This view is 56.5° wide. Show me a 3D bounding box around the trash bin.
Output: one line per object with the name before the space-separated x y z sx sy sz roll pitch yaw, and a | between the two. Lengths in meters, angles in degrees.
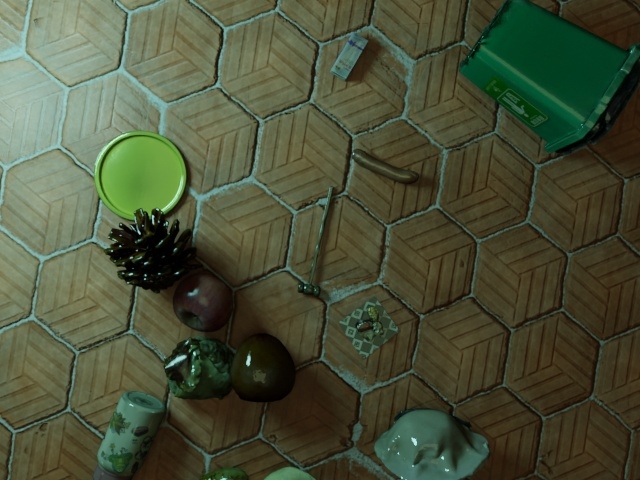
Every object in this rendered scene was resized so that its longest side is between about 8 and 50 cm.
trash bin | 0.570 -0.430 1.477 0.381 0.259 0.295 34 89 0

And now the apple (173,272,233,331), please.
apple | -0.290 0.152 1.485 0.153 0.153 0.120 32 52 -3

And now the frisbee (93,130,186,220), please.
frisbee | -0.463 -0.166 1.536 0.235 0.017 0.236 0 90 -4

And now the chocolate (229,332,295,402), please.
chocolate | -0.141 0.315 1.487 0.176 0.177 0.177 0 90 -3

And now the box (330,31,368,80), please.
box | 0.074 -0.479 1.554 0.050 0.036 0.117 32 90 -3

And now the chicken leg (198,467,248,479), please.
chicken leg | -0.289 0.649 1.516 0.227 0.088 0.103 -18 104 -6

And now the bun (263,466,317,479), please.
bun | -0.069 0.668 1.515 0.188 0.111 0.164 34 86 1

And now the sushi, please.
sushi | 0.129 0.231 1.565 0.126 0.026 0.120 -37 93 -2

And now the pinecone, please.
pinecone | -0.403 0.022 1.433 0.202 0.229 0.201 -34 100 -7

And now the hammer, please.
hammer | 0.000 0.000 1.560 0.058 0.029 0.292 13 88 -5

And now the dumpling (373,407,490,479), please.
dumpling | 0.279 0.507 1.489 0.292 0.204 0.164 -1 79 6

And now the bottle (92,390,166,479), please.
bottle | -0.486 0.515 1.488 0.120 0.120 0.253 21 90 -3

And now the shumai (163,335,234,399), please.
shumai | -0.298 0.328 1.486 0.184 0.142 0.184 0 90 0

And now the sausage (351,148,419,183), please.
sausage | 0.167 -0.190 1.559 0.186 0.043 0.043 22 89 -2
